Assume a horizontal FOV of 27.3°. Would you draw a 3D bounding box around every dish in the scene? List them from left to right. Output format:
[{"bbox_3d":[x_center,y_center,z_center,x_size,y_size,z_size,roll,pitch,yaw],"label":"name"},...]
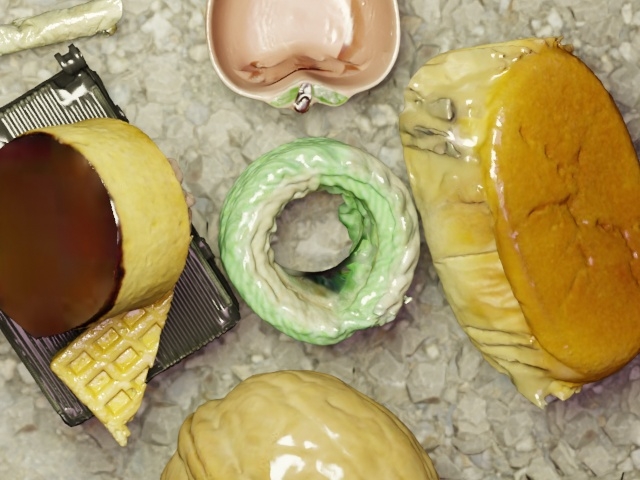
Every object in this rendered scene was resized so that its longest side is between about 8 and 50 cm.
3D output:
[{"bbox_3d":[-0.025,-0.234,1.406,0.213,0.090,0.213,-1,94,-9],"label":"dish"}]

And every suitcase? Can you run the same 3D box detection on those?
[{"bbox_3d":[-0.258,-0.003,1.364,0.229,0.152,0.335,-32,101,-3],"label":"suitcase"}]

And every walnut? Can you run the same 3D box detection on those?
[{"bbox_3d":[-0.023,0.282,1.375,0.313,0.277,0.252,42,46,20],"label":"walnut"}]

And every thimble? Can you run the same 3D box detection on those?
[{"bbox_3d":[0.000,0.000,1.406,0.219,0.150,0.219,-1,97,-8],"label":"thimble"}]

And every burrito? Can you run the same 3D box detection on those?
[{"bbox_3d":[-0.298,-0.222,1.384,0.185,0.045,0.041,-15,134,-9],"label":"burrito"}]

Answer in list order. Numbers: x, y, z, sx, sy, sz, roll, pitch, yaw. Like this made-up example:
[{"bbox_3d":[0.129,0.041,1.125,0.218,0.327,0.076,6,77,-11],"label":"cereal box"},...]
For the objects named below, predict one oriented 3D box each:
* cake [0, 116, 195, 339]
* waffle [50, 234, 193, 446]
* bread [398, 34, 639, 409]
[{"bbox_3d":[-0.204,-0.020,1.227,0.207,0.178,0.185,-31,83,28],"label":"cake"},{"bbox_3d":[-0.162,0.100,1.309,0.191,0.032,0.125,-39,104,0],"label":"waffle"},{"bbox_3d":[0.234,-0.032,1.401,0.236,0.183,0.389,-40,116,-40],"label":"bread"}]
